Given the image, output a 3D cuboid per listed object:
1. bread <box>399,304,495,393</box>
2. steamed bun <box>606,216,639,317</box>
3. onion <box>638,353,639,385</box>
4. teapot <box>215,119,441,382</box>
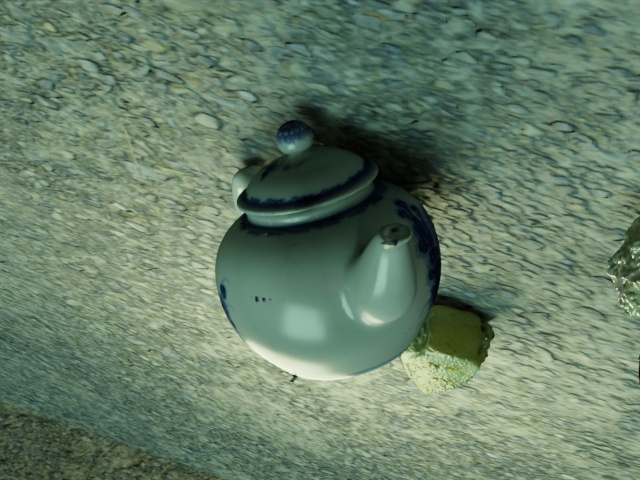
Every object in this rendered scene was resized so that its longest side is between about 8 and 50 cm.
[{"bbox_3d":[0.149,0.143,1.578,0.110,0.103,0.156,25,149,-16],"label":"bread"},{"bbox_3d":[0.401,0.046,1.084,0.200,0.170,0.225,30,154,-8],"label":"steamed bun"},{"bbox_3d":[0.448,0.140,1.330,0.150,0.150,0.140,6,-170,34],"label":"onion"},{"bbox_3d":[0.000,0.000,1.290,0.424,0.252,0.280,25,133,62],"label":"teapot"}]
